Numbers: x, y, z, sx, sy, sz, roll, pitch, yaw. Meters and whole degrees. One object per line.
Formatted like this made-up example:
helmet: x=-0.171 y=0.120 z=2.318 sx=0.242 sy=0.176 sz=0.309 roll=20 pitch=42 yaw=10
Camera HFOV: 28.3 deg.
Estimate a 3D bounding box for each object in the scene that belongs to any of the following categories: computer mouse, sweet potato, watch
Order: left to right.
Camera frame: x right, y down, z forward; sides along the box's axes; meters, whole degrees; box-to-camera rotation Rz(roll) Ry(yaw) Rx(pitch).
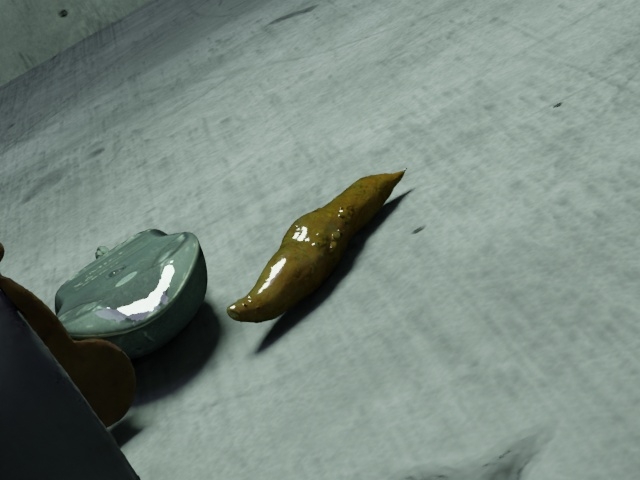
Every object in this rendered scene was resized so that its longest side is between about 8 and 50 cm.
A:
watch: x=-0.296 y=0.125 z=0.984 sx=0.314 sy=0.335 sz=0.327 roll=-37 pitch=13 yaw=-19
computer mouse: x=-0.201 y=0.056 z=1.357 sx=0.167 sy=0.090 sz=0.379 roll=-32 pitch=16 yaw=-8
sweet potato: x=0.000 y=0.000 z=1.256 sx=0.067 sy=0.067 sz=0.274 roll=-7 pitch=29 yaw=45

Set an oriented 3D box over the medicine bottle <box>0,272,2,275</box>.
medicine bottle: x=-0.559 y=0.135 z=1.591 sx=0.352 sy=0.110 sz=0.110 roll=-42 pitch=24 yaw=-30
